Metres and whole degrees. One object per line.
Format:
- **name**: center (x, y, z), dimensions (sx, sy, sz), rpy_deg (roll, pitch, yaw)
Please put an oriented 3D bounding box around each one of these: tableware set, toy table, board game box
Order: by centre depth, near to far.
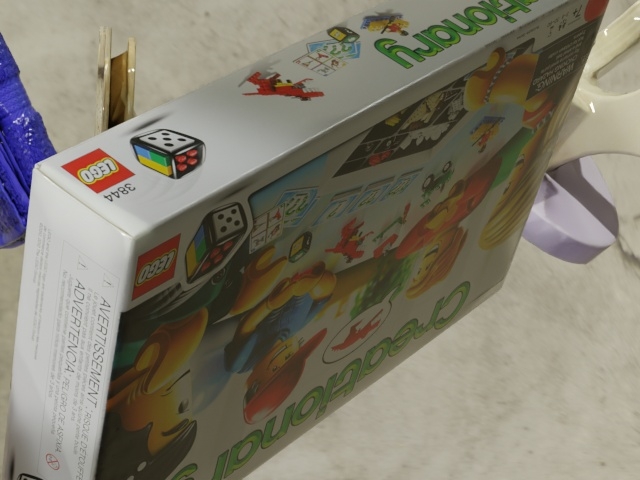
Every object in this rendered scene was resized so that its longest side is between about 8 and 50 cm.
- **board game box**: center (0.000, 0.000, 0.647), dimensions (0.053, 0.305, 0.193), rpy_deg (36, 134, 24)
- **tableware set**: center (-0.116, -0.141, 0.940), dimensions (0.039, 0.128, 0.194), rpy_deg (3, 100, -8)
- **toy table**: center (0.186, -0.133, 1.249), dimensions (0.274, 0.252, 0.161), rpy_deg (47, 125, 1)

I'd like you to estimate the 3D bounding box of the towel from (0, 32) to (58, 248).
- **towel**: center (-0.378, -0.135, 1.595), dimensions (0.076, 0.227, 0.308), rpy_deg (-28, 95, -34)
